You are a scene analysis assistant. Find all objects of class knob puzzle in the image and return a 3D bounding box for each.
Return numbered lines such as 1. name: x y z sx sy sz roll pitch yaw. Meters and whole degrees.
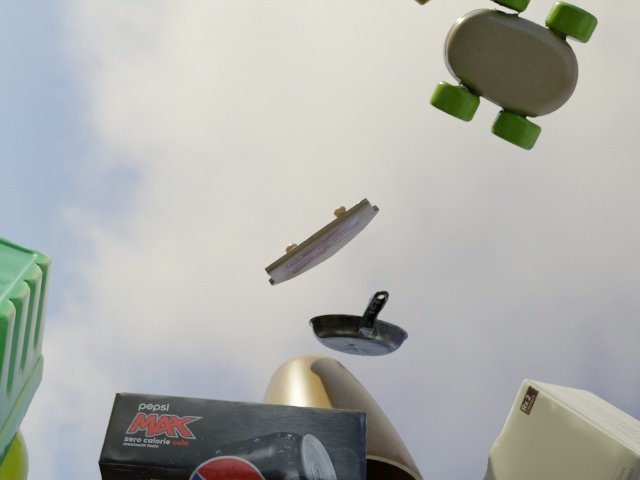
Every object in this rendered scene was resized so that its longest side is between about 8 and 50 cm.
1. knob puzzle: 0.000 0.000 1.366 0.030 0.213 0.213 54 -38 10

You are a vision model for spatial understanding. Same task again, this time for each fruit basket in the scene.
1. fruit basket: -0.431 0.186 1.011 0.392 0.283 0.392 -159 -90 -79

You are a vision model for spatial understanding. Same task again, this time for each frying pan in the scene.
1. frying pan: 0.104 0.171 1.784 0.326 0.197 0.053 -24 -128 57

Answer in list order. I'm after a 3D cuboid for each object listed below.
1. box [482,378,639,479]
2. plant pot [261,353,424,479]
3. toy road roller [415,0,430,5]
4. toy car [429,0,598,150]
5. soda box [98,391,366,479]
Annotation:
1. box: 0.277 0.268 0.991 0.182 0.119 0.180 32 -75 54
2. plant pot: 0.000 0.277 1.249 0.254 0.237 0.237 -107 -156 -55
3. toy road roller: 0.129 -0.419 0.907 0.202 0.240 0.329 42 -43 5
4. toy car: 0.198 -0.207 1.061 0.188 0.149 0.155 -106 -140 -74
5. soda box: -0.055 0.143 0.617 0.060 0.169 0.053 -86 180 -45
